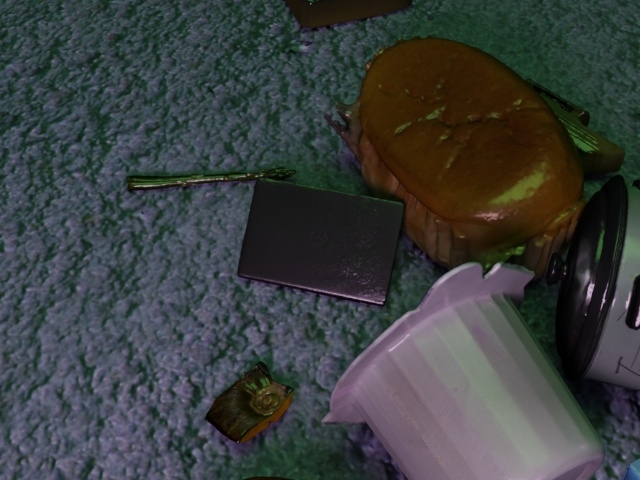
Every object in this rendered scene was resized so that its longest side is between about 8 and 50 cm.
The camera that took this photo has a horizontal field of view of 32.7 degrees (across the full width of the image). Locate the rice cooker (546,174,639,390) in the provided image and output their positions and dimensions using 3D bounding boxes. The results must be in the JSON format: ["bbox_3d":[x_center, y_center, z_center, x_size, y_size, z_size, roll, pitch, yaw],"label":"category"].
[{"bbox_3d":[0.371,0.056,1.236,0.227,0.241,0.280,13,10,7],"label":"rice cooker"}]

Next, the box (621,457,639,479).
[{"bbox_3d":[0.435,0.306,1.118,0.142,0.083,0.232,-22,54,-17],"label":"box"}]

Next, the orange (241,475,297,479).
[{"bbox_3d":[-0.048,0.335,1.028,0.224,0.170,0.224,9,54,-13],"label":"orange"}]

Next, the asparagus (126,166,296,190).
[{"bbox_3d":[-0.149,-0.085,1.496,0.233,0.022,0.023,-4,4,-2],"label":"asparagus"}]

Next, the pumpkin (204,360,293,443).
[{"bbox_3d":[-0.080,0.190,1.247,0.101,0.035,0.073,-38,48,-25],"label":"pumpkin"}]

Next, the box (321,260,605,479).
[{"bbox_3d":[0.173,0.173,1.117,0.262,0.291,0.206,-23,63,-24],"label":"box"}]

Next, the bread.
[{"bbox_3d":[0.184,-0.118,1.424,0.236,0.183,0.388,-28,54,-20],"label":"bread"}]

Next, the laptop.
[{"bbox_3d":[0.000,0.000,1.378,0.197,0.016,0.135,12,87,9],"label":"laptop"}]

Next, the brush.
[{"bbox_3d":[0.041,-0.413,1.764,0.197,0.059,0.123,-16,49,-15],"label":"brush"}]

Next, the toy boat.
[{"bbox_3d":[0.332,-0.167,1.546,0.226,0.068,0.088,35,51,27],"label":"toy boat"}]
